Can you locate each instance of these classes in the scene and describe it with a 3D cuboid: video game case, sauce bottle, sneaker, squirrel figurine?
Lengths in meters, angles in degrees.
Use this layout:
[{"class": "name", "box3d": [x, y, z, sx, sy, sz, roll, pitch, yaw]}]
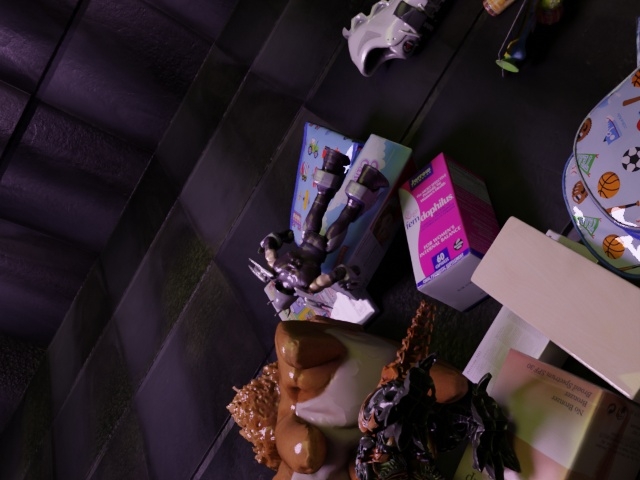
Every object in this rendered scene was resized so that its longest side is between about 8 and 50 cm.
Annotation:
[{"class": "video game case", "box3d": [-0.003, 0.116, 1.344, 0.193, 0.023, 0.212, -48, 60, 26]}, {"class": "sauce bottle", "box3d": [0.362, -0.472, 1.268, 0.128, 0.042, 0.042, -39, 40, 38]}, {"class": "sneaker", "box3d": [0.197, -0.469, 1.466, 0.330, 0.122, 0.146, -32, 62, 40]}, {"class": "squirrel figurine", "box3d": [-0.002, 0.323, 1.112, 0.397, 0.281, 0.370, -159, 83, -73]}]

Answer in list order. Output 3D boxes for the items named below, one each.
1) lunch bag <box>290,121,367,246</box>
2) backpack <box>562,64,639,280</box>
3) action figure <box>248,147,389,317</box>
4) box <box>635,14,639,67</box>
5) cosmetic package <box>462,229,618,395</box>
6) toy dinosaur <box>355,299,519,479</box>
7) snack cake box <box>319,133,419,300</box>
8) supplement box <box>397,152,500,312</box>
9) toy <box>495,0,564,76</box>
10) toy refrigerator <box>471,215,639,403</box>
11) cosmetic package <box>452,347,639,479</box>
[{"class": "lunch bag", "box3d": [0.023, -0.076, 1.436, 0.221, 0.138, 0.293, 36, 109, 56]}, {"class": "backpack", "box3d": [0.414, -0.073, 0.773, 0.263, 0.213, 0.276, -53, 35, 38]}, {"class": "action figure", "box3d": [0.000, 0.000, 1.110, 0.185, 0.099, 0.285, 28, 85, 15]}, {"class": "box", "box3d": [0.491, -0.274, 0.952, 0.094, 0.027, 0.137, -20, 53, 48]}, {"class": "cosmetic package", "box3d": [0.300, 0.113, 0.935, 0.239, 0.060, 0.099, -61, 35, 7]}, {"class": "toy dinosaur", "box3d": [0.100, 0.229, 0.841, 0.218, 0.164, 0.322, 139, 128, -59]}, {"class": "snack cake box", "box3d": [0.079, -0.038, 1.231, 0.089, 0.152, 0.264, 27, 80, 25]}, {"class": "supplement box", "box3d": [0.214, -0.016, 1.106, 0.111, 0.114, 0.220, -41, 37, 33]}, {"class": "toy", "box3d": [0.378, -0.391, 1.148, 0.056, 0.137, 0.237, 33, 97, 18]}, {"class": "toy refrigerator", "box3d": [0.311, 0.078, 0.804, 0.102, 0.094, 0.269, -60, 35, 8]}, {"class": "cosmetic package", "box3d": [0.253, 0.299, 0.811, 0.153, 0.129, 0.296, 19, 86, 58]}]
